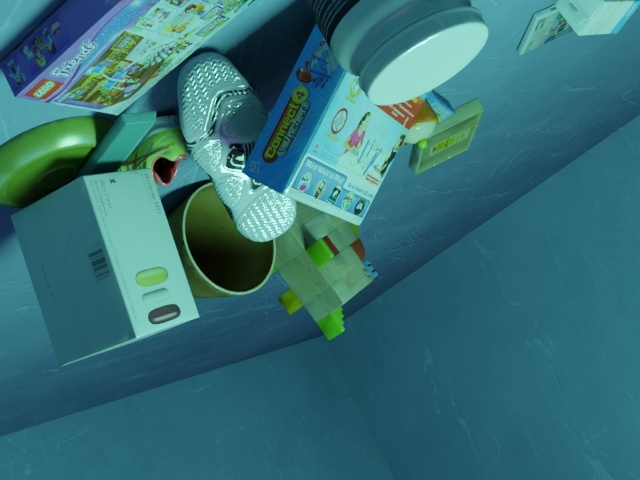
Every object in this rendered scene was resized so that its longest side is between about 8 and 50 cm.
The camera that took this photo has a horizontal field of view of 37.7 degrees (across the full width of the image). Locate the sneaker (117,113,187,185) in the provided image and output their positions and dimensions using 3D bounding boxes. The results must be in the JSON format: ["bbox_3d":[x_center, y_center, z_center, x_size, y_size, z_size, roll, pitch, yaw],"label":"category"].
[{"bbox_3d":[-0.292,-0.123,1.589,0.081,0.094,0.208,-17,164,-42],"label":"sneaker"}]

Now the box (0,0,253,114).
[{"bbox_3d":[-0.241,-0.276,1.213,0.293,0.057,0.201,-34,166,23],"label":"box"}]

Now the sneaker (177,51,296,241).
[{"bbox_3d":[-0.162,-0.180,1.568,0.137,0.210,0.366,-27,132,-5],"label":"sneaker"}]

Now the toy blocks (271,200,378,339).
[{"bbox_3d":[0.000,0.000,2.133,0.190,0.381,0.261,-37,178,37],"label":"toy blocks"}]

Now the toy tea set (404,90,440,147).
[{"bbox_3d":[0.092,-0.214,1.839,0.336,0.124,0.200,-22,170,6],"label":"toy tea set"}]

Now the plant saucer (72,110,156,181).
[{"bbox_3d":[-0.324,-0.140,1.476,0.067,0.018,0.192,-13,161,-45],"label":"plant saucer"}]

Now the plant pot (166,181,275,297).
[{"bbox_3d":[-0.264,0.025,1.976,0.237,0.237,0.254,-13,175,-46],"label":"plant pot"}]

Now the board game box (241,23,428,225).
[{"bbox_3d":[0.042,-0.196,1.513,0.302,0.086,0.308,-63,155,4],"label":"board game box"}]

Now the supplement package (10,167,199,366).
[{"bbox_3d":[-0.349,0.042,1.517,0.204,0.262,0.145,-21,177,36],"label":"supplement package"}]

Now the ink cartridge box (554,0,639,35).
[{"bbox_3d":[0.553,-0.477,1.884,0.143,0.092,0.090,-12,150,-36],"label":"ink cartridge box"}]

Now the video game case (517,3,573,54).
[{"bbox_3d":[0.504,-0.469,2.013,0.143,0.019,0.157,-26,165,-9],"label":"video game case"}]

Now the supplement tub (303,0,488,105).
[{"bbox_3d":[0.071,-0.328,1.170,0.191,0.272,0.191,-26,166,-7],"label":"supplement tub"}]

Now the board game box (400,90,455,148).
[{"bbox_3d":[0.190,-0.259,2.127,0.211,0.039,0.160,-33,165,18],"label":"board game box"}]

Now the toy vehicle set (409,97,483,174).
[{"bbox_3d":[0.315,-0.258,2.372,0.165,0.035,0.267,-26,166,-7],"label":"toy vehicle set"}]

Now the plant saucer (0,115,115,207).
[{"bbox_3d":[-0.424,-0.114,1.491,0.240,0.037,0.241,-25,166,-7],"label":"plant saucer"}]
